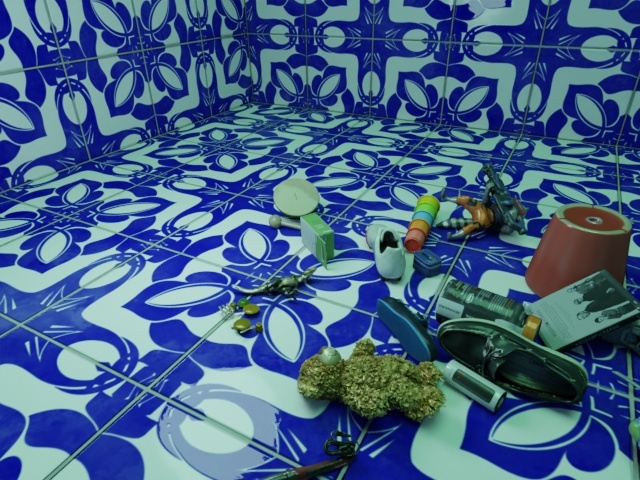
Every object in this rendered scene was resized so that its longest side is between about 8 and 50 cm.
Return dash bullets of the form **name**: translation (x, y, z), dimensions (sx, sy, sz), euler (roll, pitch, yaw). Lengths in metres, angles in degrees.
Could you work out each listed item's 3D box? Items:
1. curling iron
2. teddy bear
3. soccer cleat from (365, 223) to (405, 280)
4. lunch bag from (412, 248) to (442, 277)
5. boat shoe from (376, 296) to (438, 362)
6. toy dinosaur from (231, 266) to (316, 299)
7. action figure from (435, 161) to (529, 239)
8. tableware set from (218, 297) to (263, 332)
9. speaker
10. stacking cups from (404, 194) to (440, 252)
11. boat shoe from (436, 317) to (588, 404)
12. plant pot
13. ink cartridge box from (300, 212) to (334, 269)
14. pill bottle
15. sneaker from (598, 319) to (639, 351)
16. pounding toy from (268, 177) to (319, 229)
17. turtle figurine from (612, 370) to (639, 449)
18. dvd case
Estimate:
- **curling iron**: translation (-0.053, 0.438, 0.867), dimensions (0.274, 0.035, 0.068), euler (-16, 70, -18)
- **teddy bear**: translation (0.117, 0.307, 1.024), dimensions (0.338, 0.113, 0.245), euler (14, 31, 23)
- **soccer cleat**: translation (0.225, 0.000, 1.519), dimensions (0.116, 0.143, 0.331), euler (-3, 30, -3)
- **lunch bag**: translation (0.347, 0.068, 1.475), dimensions (0.067, 0.065, 0.098), euler (-15, 34, -24)
- **boat shoe**: translation (0.240, 0.215, 1.187), dimensions (0.089, 0.109, 0.258), euler (-9, 33, -20)
- **toy dinosaur**: translation (-0.129, 0.139, 1.372), dimensions (0.268, 0.064, 0.118), euler (-10, 17, -14)
- **action figure**: translation (0.614, -0.126, 1.706), dimensions (0.331, 0.178, 0.341), euler (1, 54, -6)
- **tableware set**: translation (-0.215, 0.216, 1.281), dimensions (0.104, 0.024, 0.154), euler (-18, 33, -33)
- **speaker**: translation (0.349, 0.331, 1.032), dimensions (0.055, 0.055, 0.136), euler (-25, 38, -35)
- **stacking cups**: translation (0.369, -0.066, 1.680), dimensions (0.096, 0.096, 0.316), euler (12, 33, 21)
- **boat shoe**: translation (0.427, 0.283, 1.038), dimensions (0.340, 0.127, 0.113), euler (23, 23, 20)
- **plant pot**: translation (0.774, 0.038, 1.338), dimensions (0.275, 0.243, 0.275), euler (0, 31, 0)
- **ink cartridge box**: translation (0.000, 0.000, 1.559), dimensions (0.062, 0.108, 0.209), euler (-15, 33, -21)
- **pill bottle**: translation (0.438, 0.199, 1.180), dimensions (0.246, 0.130, 0.130), euler (20, 36, 33)
- **sneaker**: translation (0.817, 0.253, 1.104), dimensions (0.269, 0.101, 0.153), euler (5, 30, 8)
- **pounding toy**: translation (-0.104, -0.126, 1.816), dimensions (0.183, 0.110, 0.236), euler (12, 60, 1)
- **turtle figurine**: translation (0.756, 0.334, 0.875), dimensions (0.267, 0.197, 0.274), euler (14, 37, 17)
- **dvd case**: translation (0.677, 0.185, 1.178), dimensions (0.239, 0.029, 0.179), euler (-31, 25, 16)
